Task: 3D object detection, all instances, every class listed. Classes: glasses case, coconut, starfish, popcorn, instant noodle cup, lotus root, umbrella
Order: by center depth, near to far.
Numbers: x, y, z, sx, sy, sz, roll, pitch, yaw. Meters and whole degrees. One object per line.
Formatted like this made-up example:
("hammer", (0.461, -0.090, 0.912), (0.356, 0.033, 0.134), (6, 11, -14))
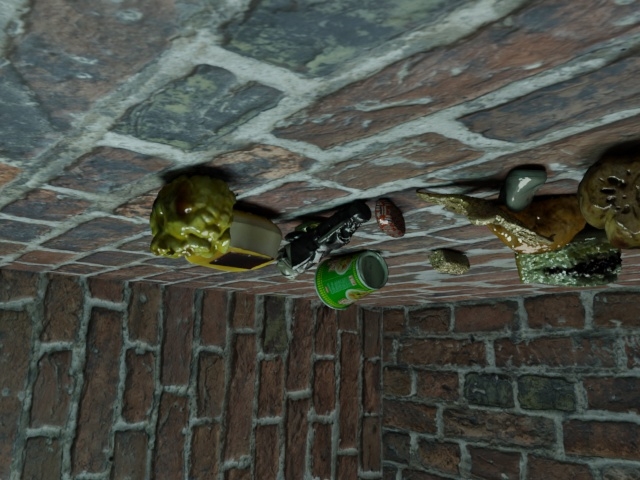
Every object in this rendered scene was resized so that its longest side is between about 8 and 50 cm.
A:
("lotus root", (0.595, -0.070, 1.166), (0.193, 0.193, 0.291), (-6, 170, 33))
("popcorn", (-0.280, -0.046, 1.328), (0.170, 0.189, 0.218), (15, 161, -41))
("starfish", (0.362, -0.063, 1.346), (0.302, 0.060, 0.299), (27, -167, 40))
("glasses case", (0.177, -0.050, 1.550), (0.049, 0.073, 0.194), (-9, 165, 19))
("umbrella", (-0.004, -0.005, 1.599), (0.106, 0.113, 0.358), (1, 155, -39))
("coconut", (0.003, -0.023, 1.733), (0.133, 0.055, 0.158), (-8, 152, 15))
("instant noodle cup", (0.126, 0.136, 2.223), (0.207, 0.206, 0.233), (10, 158, -35))

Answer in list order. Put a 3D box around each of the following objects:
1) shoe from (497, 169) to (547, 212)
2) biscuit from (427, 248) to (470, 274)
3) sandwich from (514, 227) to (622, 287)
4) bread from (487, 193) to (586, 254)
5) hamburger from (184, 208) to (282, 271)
("shoe", (0.430, -0.097, 1.291), (0.079, 0.078, 0.195), (1, 172, 4))
("biscuit", (0.460, 0.074, 2.137), (0.169, 0.082, 0.070), (11, 140, -38))
("sandwich", (0.673, 0.046, 1.641), (0.262, 0.131, 0.325), (-4, -176, 22))
("bread", (0.521, -0.030, 1.468), (0.260, 0.133, 0.129), (-2, 169, 18))
("hamburger", (-0.240, -0.012, 1.621), (0.227, 0.151, 0.295), (-13, 158, 32))
